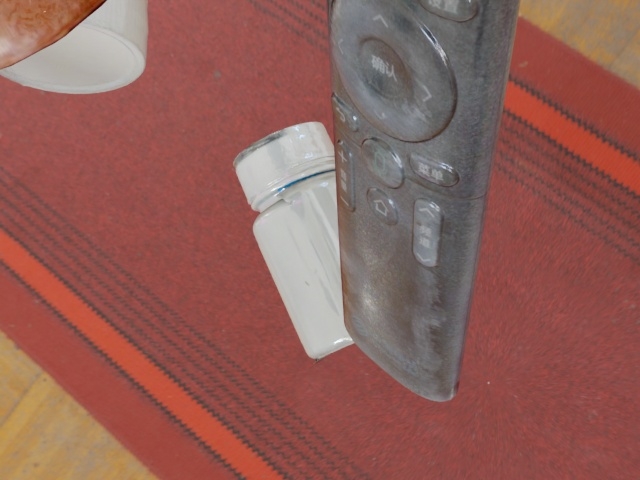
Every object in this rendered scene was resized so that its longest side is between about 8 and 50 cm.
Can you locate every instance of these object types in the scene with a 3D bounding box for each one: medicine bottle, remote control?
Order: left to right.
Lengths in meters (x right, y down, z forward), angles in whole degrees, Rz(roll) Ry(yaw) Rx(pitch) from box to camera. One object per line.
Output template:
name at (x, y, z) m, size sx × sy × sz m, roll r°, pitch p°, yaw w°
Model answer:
medicine bottle at (-0.306, -0.388, 0.971) m, size 0.211 × 0.211 × 0.371 m, roll -4°, pitch 76°, yaw 11°
medicine bottle at (0.000, 0.000, 0.940) m, size 0.144 × 0.143 × 0.258 m, roll -26°, pitch 83°, yaw 6°
remote control at (0.047, -0.037, 0.439) m, size 0.107 × 0.377 × 0.044 m, roll 33°, pitch 60°, yaw 27°

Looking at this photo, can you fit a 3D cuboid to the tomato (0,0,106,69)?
tomato at (-0.229, -0.251, 0.429) m, size 0.309 × 0.170 × 0.308 m, roll -4°, pitch 67°, yaw 9°
